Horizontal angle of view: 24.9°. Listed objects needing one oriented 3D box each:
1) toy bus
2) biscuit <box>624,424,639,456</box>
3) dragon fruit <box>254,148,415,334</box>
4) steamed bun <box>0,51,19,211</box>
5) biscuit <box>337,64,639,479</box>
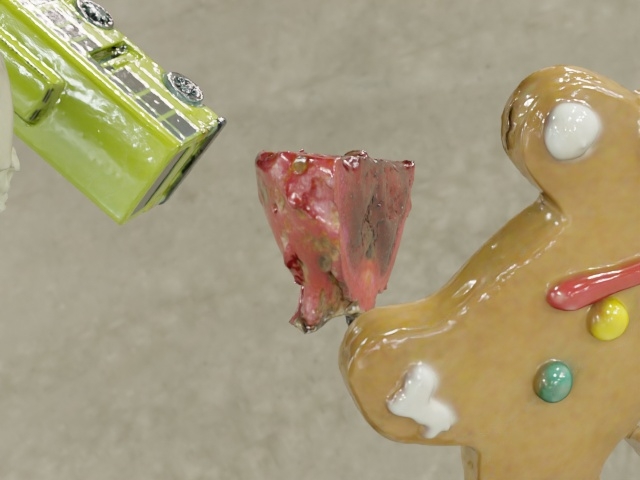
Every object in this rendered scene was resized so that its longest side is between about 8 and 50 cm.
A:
[{"bbox_3d":[-0.243,-0.149,1.459,0.128,0.262,0.150,-51,-3,25],"label":"toy bus"},{"bbox_3d":[0.321,0.202,1.211,0.027,0.133,0.184,-48,-2,-4],"label":"biscuit"},{"bbox_3d":[0.000,0.000,1.522,0.134,0.211,0.262,-1,-2,20],"label":"dragon fruit"},{"bbox_3d":[-0.374,-0.071,0.873,0.334,0.233,0.312,-4,46,-34],"label":"steamed bun"},{"bbox_3d":[0.167,0.003,0.751,0.339,0.216,0.047,-46,28,8],"label":"biscuit"}]
